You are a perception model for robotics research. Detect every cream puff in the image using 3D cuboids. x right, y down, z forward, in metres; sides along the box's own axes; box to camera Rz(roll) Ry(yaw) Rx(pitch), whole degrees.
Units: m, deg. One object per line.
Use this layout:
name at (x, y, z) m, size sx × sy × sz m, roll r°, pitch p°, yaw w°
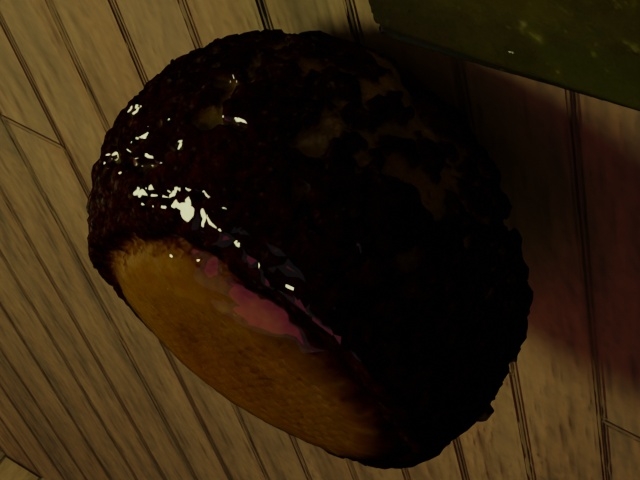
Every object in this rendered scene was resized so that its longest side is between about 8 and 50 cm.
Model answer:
cream puff at (0.000, 0.000, 0.879) m, size 0.239 × 0.165 × 0.239 m, roll 31°, pitch 158°, yaw 14°

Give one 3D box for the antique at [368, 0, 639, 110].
antique at (0.117, -0.100, 0.616) m, size 0.221 × 0.080 × 0.081 m, roll 22°, pitch 152°, yaw 34°
